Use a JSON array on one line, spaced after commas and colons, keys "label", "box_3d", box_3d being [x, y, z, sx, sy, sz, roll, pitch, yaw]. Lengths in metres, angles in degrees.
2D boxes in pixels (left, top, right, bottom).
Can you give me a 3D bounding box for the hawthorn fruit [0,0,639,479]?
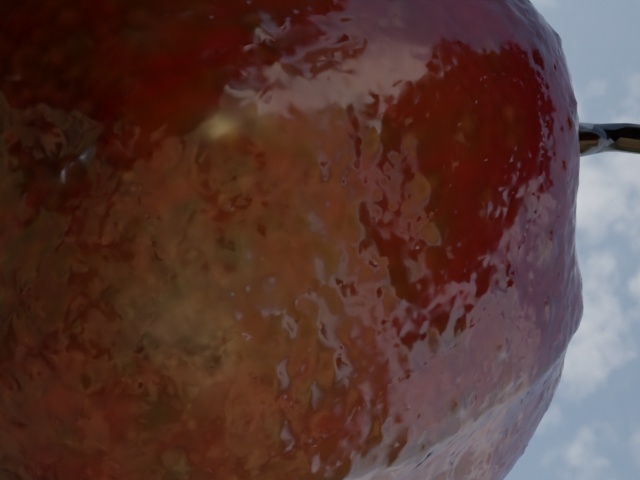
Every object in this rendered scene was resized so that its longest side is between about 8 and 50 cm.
[{"label": "hawthorn fruit", "box_3d": [0.000, 0.000, 0.480, 0.300, 0.254, 0.254, -9, -51, -13]}]
